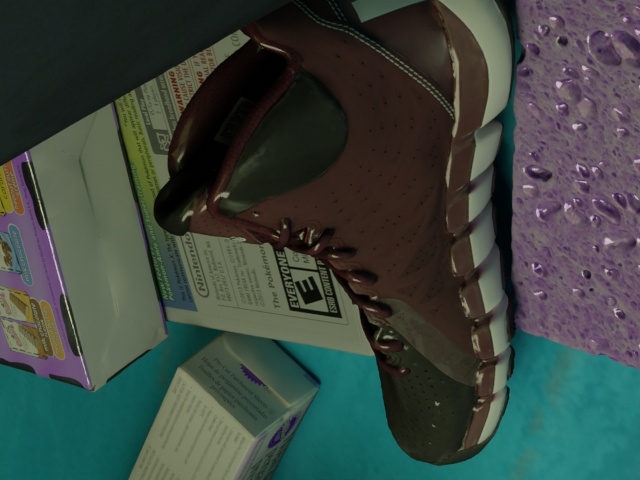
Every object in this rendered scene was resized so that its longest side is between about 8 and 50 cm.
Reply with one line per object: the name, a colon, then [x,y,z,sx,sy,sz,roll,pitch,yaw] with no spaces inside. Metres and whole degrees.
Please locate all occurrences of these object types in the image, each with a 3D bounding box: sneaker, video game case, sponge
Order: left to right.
video game case: [-0.107,-0.103,1.083,0.300,0.036,0.329,7,121,42]
sneaker: [0.000,0.000,0.931,0.106,0.163,0.281,41,142,51]
sponge: [0.141,-0.034,0.890,0.117,0.031,0.210,22,129,34]

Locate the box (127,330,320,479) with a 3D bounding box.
box: [-0.088,0.176,1.227,0.067,0.063,0.324,41,137,15]

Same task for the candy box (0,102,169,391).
candy box: [-0.195,-0.017,1.144,0.196,0.070,0.164,12,125,39]

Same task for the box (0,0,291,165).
box: [-0.176,-0.291,0.683,0.471,0.480,0.297,49,141,8]
